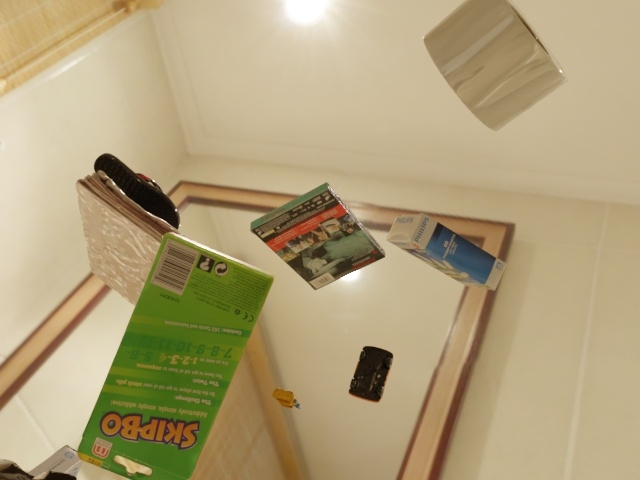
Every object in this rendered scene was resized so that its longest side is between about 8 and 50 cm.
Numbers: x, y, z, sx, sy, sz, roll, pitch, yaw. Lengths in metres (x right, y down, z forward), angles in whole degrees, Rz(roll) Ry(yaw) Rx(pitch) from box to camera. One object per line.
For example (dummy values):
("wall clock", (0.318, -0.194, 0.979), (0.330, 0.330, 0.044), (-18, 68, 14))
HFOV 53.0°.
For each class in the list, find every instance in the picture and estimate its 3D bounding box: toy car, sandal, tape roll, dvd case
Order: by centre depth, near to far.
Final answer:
("dvd case", (0.000, 0.000, 0.629), (0.087, 0.013, 0.119), (-27, -46, 18))
("toy car", (0.015, 0.142, 0.659), (0.122, 0.060, 0.040), (-3, -34, 7))
("sandal", (-0.304, -0.085, 1.096), (0.179, 0.040, 0.067), (43, -63, -6))
("tape roll", (0.342, -0.363, 1.266), (0.169, 0.246, 0.246), (-36, -74, 27))

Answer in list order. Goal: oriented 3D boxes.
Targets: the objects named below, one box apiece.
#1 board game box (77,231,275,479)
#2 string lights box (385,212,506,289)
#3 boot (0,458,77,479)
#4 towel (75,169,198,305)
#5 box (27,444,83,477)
("board game box", (-0.154, 0.133, 0.683), (0.124, 0.259, 0.039), (23, 1, -2))
("string lights box", (0.304, 0.027, 1.562), (0.260, 0.076, 0.133), (29, -9, -18))
("boot", (-0.230, 0.222, 0.461), (0.106, 0.037, 0.114), (7, -93, 15))
("towel", (-0.256, 0.061, 1.063), (0.317, 0.053, 0.332), (36, -30, 5))
("box", (-0.399, 0.369, 0.830), (0.038, 0.186, 0.145), (30, -75, 9))
